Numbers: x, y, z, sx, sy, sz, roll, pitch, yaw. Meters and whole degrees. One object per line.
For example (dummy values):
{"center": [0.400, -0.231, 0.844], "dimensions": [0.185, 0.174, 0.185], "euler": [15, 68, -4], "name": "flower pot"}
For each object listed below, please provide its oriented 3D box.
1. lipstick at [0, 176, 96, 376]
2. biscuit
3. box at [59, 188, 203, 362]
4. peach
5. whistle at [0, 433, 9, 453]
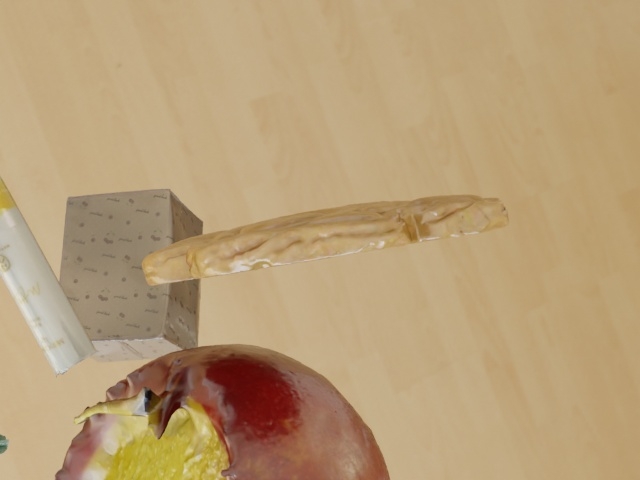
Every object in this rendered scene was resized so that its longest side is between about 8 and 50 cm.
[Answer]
{"center": [-0.356, 0.036, 1.230], "dimensions": [0.059, 0.059, 0.264], "euler": [-29, 92, -31], "name": "lipstick"}
{"center": [-0.001, -0.004, 0.991], "dimensions": [0.269, 0.375, 0.051], "euler": [-12, 92, -65], "name": "biscuit"}
{"center": [-0.366, 0.074, 1.995], "dimensions": [0.225, 0.190, 0.297], "euler": [-4, 71, 13], "name": "box"}
{"center": [-0.096, 0.284, 1.096], "dimensions": [0.310, 0.406, 0.335], "euler": [-1, 64, -39], "name": "peach"}
{"center": [-0.600, 0.340, 1.640], "dimensions": [0.186, 0.039, 0.039], "euler": [-6, 84, -22], "name": "whistle"}
